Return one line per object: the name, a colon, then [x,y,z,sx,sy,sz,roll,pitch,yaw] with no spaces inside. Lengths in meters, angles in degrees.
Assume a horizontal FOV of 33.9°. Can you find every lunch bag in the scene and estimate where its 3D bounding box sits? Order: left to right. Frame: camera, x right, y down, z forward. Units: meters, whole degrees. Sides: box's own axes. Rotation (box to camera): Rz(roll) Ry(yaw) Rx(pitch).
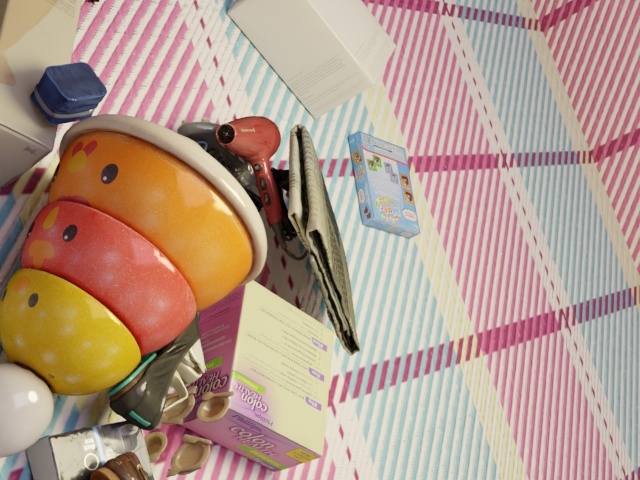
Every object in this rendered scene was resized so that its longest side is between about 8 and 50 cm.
lunch bag: [-0.358,-0.208,1.494,0.098,0.065,0.067,-20,70,-52]

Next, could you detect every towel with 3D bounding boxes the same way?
towel: [0.000,0.000,1.890,0.324,0.056,0.312,-98,172,-52]

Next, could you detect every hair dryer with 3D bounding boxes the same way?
hair dryer: [-0.089,-0.121,1.850,0.293,0.080,0.224,48,22,-42]

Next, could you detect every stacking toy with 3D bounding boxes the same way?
stacking toy: [-0.321,0.093,1.451,0.350,0.350,0.480,46,56,-22]

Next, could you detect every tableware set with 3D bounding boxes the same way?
tableware set: [-0.207,0.281,1.565,0.020,0.141,0.169,62,38,-34]

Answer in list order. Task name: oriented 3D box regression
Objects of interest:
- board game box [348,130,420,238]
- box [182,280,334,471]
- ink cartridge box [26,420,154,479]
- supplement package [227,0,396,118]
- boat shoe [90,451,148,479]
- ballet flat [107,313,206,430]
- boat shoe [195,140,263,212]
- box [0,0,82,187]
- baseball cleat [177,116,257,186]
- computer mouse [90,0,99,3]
board game box: [0.140,-0.121,2.287,0.160,0.039,0.212,15,58,-44]
box: [-0.099,0.224,1.740,0.213,0.117,0.243,34,45,-33]
ink cartridge box: [-0.287,0.422,1.447,0.165,0.065,0.333,-3,72,-51]
supplement package: [-0.013,-0.439,2.177,0.293,0.177,0.175,49,40,-19]
boat shoe: [-0.232,0.385,1.421,0.073,0.073,0.207,-24,88,-52]
ballet flat: [-0.235,0.196,1.592,0.096,0.095,0.280,49,29,-10]
boat shoe: [-0.206,-0.119,1.835,0.258,0.089,0.109,29,49,-37]
box: [-0.462,-0.253,1.567,0.121,0.148,0.311,29,48,-37]
baseball cleat: [-0.171,-0.150,1.909,0.205,0.072,0.110,16,57,-43]
computer mouse: [-0.452,-0.431,1.765,0.106,0.042,0.193,59,37,-8]
